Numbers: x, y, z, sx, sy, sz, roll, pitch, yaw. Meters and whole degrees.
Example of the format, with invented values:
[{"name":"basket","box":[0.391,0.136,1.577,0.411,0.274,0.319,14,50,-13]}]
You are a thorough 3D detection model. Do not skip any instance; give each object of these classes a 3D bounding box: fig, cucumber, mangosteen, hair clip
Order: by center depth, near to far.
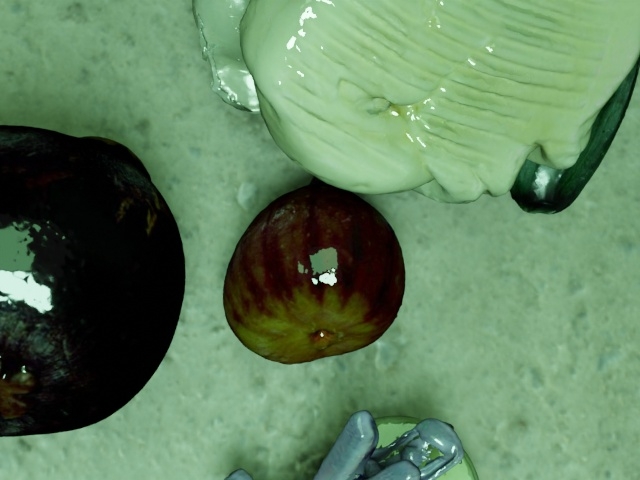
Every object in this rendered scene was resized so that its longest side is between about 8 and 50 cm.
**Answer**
[{"name":"hair clip","box":[-0.018,0.224,0.826,0.278,0.090,0.137,-41,62,10]},{"name":"mangosteen","box":[-0.248,0.010,0.871,0.275,0.274,0.302,-2,39,-3]},{"name":"fig","box":[0.003,0.012,0.912,0.149,0.148,0.202,11,83,36]},{"name":"cucumber","box":[0.248,-0.139,1.021,0.115,0.063,0.243,18,74,4]}]

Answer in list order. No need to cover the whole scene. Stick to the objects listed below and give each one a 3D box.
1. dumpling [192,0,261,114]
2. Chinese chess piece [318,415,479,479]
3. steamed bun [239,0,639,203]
[{"name":"dumpling","box":[-0.036,-0.245,1.006,0.173,0.142,0.247,1,102,-3]},{"name":"Chinese chess piece","box":[0.066,0.222,0.899,0.144,0.058,0.144,0,74,-1]},{"name":"steamed bun","box":[0.092,-0.216,0.902,0.339,0.352,0.247,5,30,-22]}]
